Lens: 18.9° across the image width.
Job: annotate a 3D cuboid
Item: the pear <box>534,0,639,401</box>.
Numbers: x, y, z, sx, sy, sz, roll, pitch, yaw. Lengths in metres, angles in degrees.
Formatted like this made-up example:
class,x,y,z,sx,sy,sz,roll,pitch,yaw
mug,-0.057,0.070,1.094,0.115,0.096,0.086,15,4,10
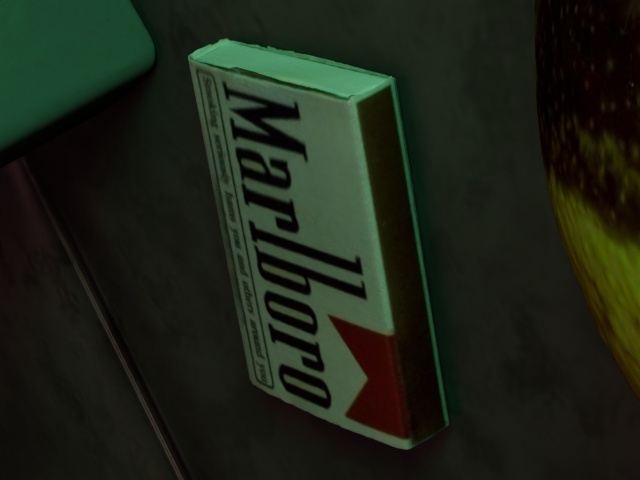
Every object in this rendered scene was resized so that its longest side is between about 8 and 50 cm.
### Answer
class,x,y,z,sx,sy,sz,roll,pitch,yaw
pear,0.176,-0.045,0.430,0.283,0.283,0.284,31,137,35

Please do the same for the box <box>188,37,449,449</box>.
class,x,y,z,sx,sy,sz,roll,pitch,yaw
box,0.000,0.000,0.879,0.115,0.036,0.177,19,129,44

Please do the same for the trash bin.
class,x,y,z,sx,sy,sz,roll,pitch,yaw
trash bin,-0.215,-0.095,0.901,0.177,0.236,0.101,58,146,1
